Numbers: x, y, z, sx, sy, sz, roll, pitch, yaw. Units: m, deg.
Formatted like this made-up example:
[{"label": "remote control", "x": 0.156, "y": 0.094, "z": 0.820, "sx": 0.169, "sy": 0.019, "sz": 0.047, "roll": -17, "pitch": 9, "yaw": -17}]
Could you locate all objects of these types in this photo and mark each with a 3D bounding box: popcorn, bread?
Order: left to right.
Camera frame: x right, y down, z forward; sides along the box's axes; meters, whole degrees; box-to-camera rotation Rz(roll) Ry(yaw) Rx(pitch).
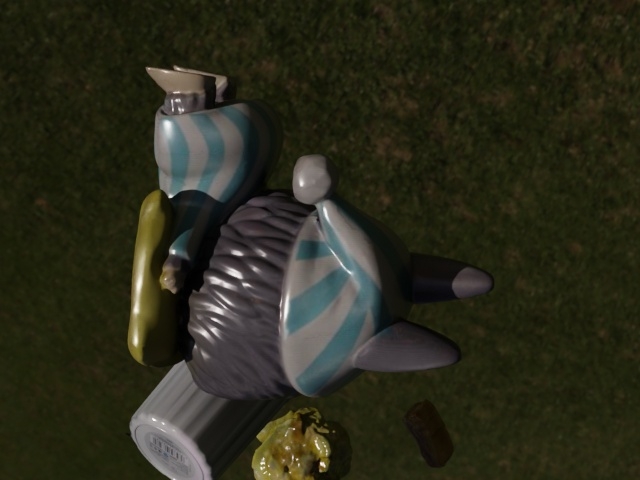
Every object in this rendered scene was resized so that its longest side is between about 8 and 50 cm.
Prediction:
[{"label": "popcorn", "x": -0.031, "y": 0.404, "z": 1.779, "sx": 0.188, "sy": 0.185, "sz": 0.167, "roll": -14, "pitch": 136, "yaw": 44}, {"label": "bread", "x": 0.218, "y": 0.385, "z": 1.931, "sx": 0.053, "sy": 0.074, "sz": 0.132, "roll": -20, "pitch": 99, "yaw": 44}]

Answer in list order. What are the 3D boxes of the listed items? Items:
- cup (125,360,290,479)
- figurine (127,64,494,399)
[{"label": "cup", "x": -0.161, "y": 0.254, "z": 1.415, "sx": 0.167, "sy": 0.202, "sz": 0.221, "roll": 31, "pitch": 141, "yaw": 14}, {"label": "figurine", "x": 0.000, "y": 0.000, "z": 1.069, "sx": 0.378, "sy": 0.266, "sz": 0.361, "roll": 4, "pitch": 101, "yaw": 4}]
